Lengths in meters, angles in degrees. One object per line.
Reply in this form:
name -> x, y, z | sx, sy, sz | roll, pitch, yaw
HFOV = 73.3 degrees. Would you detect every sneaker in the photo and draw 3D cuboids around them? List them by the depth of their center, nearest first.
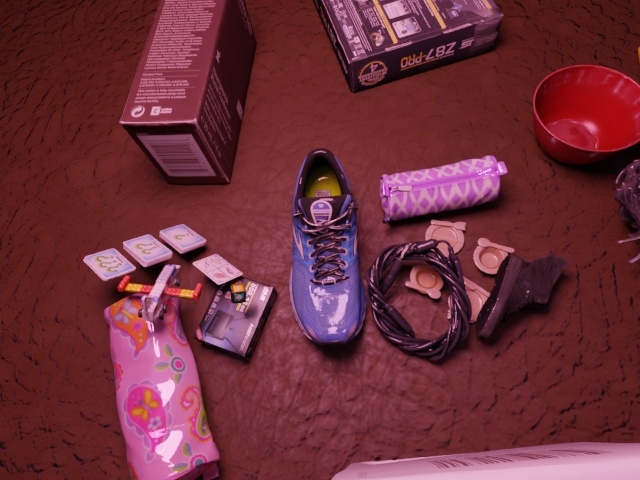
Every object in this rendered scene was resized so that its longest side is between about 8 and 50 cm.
sneaker -> 0.306, 0.086, 0.652 | 0.089, 0.051, 0.170 | 28, 72, 3
sneaker -> 0.000, 0.000, 0.681 | 0.129, 0.147, 0.330 | -7, 66, 3

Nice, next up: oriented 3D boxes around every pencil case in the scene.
pencil case -> -0.234, 0.215, 0.631 | 0.124, 0.124, 0.284 | -22, 66, -4
pencil case -> 0.198, -0.091, 0.732 | 0.205, 0.088, 0.087 | -12, 67, 0

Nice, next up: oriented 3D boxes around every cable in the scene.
cable -> 0.148, 0.091, 0.658 | 0.150, 0.047, 0.185 | -8, 79, 6

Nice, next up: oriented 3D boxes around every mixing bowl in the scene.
mixing bowl -> 0.450, -0.200, 0.745 | 0.181, 0.098, 0.182 | -3, 64, 6

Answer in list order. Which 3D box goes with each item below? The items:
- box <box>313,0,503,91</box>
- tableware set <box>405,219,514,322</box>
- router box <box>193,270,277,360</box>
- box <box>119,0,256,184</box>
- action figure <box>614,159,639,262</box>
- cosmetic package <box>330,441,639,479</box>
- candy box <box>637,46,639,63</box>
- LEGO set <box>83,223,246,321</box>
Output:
box -> 0.154, -0.536, 0.936 | 0.318, 0.097, 0.395 | -19, 65, 0
tableware set -> 0.224, 0.045, 0.704 | 0.141, 0.020, 0.169 | 24, 70, 16
router box -> -0.136, 0.121, 0.701 | 0.092, 0.038, 0.123 | 16, 68, 13
box -> -0.232, -0.318, 0.831 | 0.143, 0.191, 0.382 | 0, 67, 7
action figure -> 0.546, -0.093, 0.656 | 0.164, 0.141, 0.276 | 40, 65, -18
cosmetic package -> 0.192, 0.405, 0.375 | 0.329, 0.327, 0.394 | -7, 64, 4
candy box -> 0.720, -0.325, 0.810 | 0.205, 0.027, 0.105 | 8, 64, 10
LEGO set -> -0.227, 0.037, 0.666 | 0.244, 0.060, 0.182 | 31, 37, 33
